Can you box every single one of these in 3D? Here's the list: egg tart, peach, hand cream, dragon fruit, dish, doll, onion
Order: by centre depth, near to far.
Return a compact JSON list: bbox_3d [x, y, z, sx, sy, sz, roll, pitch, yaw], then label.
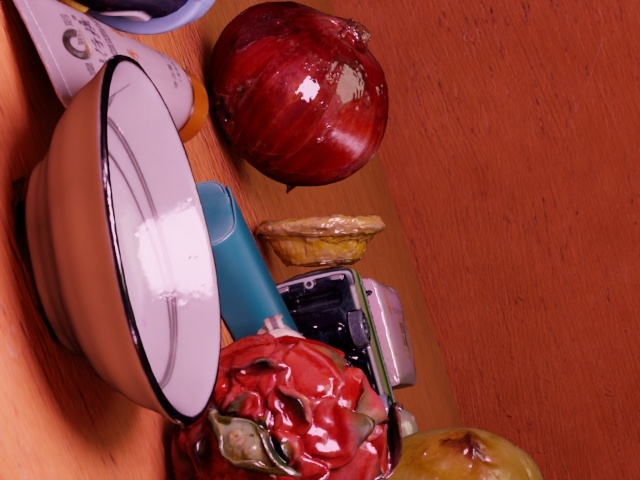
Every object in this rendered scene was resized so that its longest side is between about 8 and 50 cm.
[{"bbox_3d":[-0.177,0.008,1.174,0.316,0.106,0.317,-12,90,-81],"label":"dish"},{"bbox_3d":[-0.202,-0.277,1.335,0.177,0.141,0.314,35,13,16],"label":"doll"},{"bbox_3d":[-0.208,-0.160,1.336,0.140,0.089,0.314,62,14,10],"label":"hand cream"},{"bbox_3d":[-0.029,0.213,1.370,0.293,0.233,0.234,46,30,-57],"label":"dragon fruit"},{"bbox_3d":[-0.029,-0.210,1.919,0.276,0.276,0.276,-15,90,-80],"label":"onion"},{"bbox_3d":[0.000,0.000,1.967,0.191,0.191,0.074,-13,100,-80],"label":"egg tart"},{"bbox_3d":[0.184,0.427,2.039,0.316,0.281,0.314,78,34,-57],"label":"peach"}]

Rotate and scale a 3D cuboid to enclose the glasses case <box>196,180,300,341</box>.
[{"bbox_3d":[-0.085,0.065,1.725,0.117,0.070,0.301,-96,166,-44],"label":"glasses case"}]

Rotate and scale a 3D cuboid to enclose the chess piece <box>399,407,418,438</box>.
[{"bbox_3d":[0.152,0.412,2.456,0.133,0.133,0.243,-30,98,-80],"label":"chess piece"}]

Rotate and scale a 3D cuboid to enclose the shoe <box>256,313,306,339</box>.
[{"bbox_3d":[-0.017,0.249,1.646,0.210,0.132,0.342,-116,-165,-55],"label":"shoe"}]

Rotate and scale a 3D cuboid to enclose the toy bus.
[{"bbox_3d":[0.026,0.171,2.008,0.165,0.133,0.276,-53,129,-77],"label":"toy bus"}]

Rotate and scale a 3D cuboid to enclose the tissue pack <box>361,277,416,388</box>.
[{"bbox_3d":[0.080,0.167,2.348,0.225,0.124,0.185,26,52,-77],"label":"tissue pack"}]
